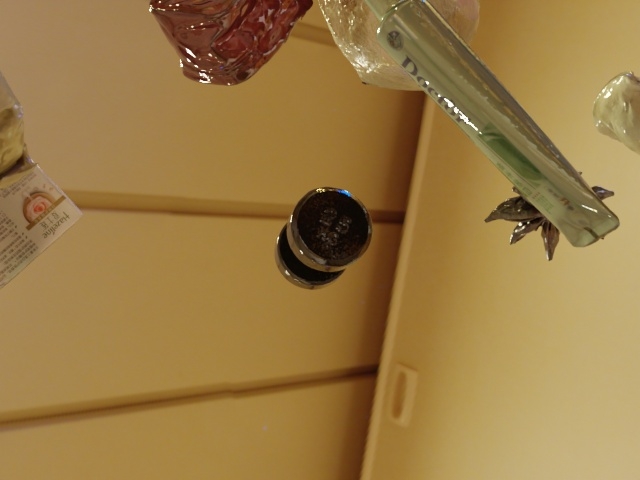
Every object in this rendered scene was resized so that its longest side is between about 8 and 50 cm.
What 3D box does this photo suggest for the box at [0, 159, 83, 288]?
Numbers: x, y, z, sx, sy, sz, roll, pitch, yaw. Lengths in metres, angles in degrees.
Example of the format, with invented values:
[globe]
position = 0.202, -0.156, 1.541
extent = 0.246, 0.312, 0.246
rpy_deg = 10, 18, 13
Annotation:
[box]
position = -0.473, -0.022, 1.207
extent = 0.199, 0.081, 0.135
rpy_deg = -43, -73, -13

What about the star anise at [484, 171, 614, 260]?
[star anise]
position = 0.394, -0.048, 1.386
extent = 0.180, 0.205, 0.061
rpy_deg = 51, -156, -22

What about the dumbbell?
[dumbbell]
position = 0.000, 0.000, 1.556
extent = 0.153, 0.218, 0.152
rpy_deg = 3, -106, -11

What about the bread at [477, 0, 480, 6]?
[bread]
position = 0.110, -0.438, 1.253
extent = 0.250, 0.279, 0.224
rpy_deg = 2, -54, -42

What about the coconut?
[coconut]
position = 0.060, -0.162, 0.603
extent = 0.110, 0.110, 0.124
rpy_deg = -5, -112, -42

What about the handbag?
[handbag]
position = -0.117, -0.321, 1.118
extent = 0.225, 0.147, 0.135
rpy_deg = -59, -35, -30

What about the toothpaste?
[toothpaste]
position = 0.103, -0.083, 0.518
extent = 0.041, 0.064, 0.218
rpy_deg = -38, -99, -14

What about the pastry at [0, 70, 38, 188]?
[pastry]
position = -0.316, -0.101, 0.661
extent = 0.088, 0.166, 0.165
rpy_deg = -57, -44, -45

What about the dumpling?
[dumpling]
position = 0.438, -0.171, 1.100
extent = 0.118, 0.136, 0.199
rpy_deg = -61, -23, -17
